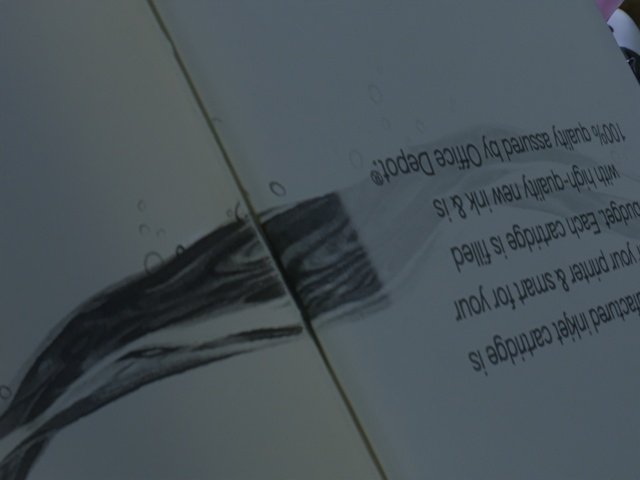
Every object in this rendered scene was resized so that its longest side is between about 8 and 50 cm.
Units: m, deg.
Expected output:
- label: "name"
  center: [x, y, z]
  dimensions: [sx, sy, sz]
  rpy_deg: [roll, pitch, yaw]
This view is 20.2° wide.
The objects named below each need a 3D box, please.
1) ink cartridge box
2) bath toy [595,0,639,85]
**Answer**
- label: "ink cartridge box"
  center: [0.000, 0.000, 0.458]
  dimensions: [0.211, 0.121, 0.289]
  rpy_deg: [-11, -108, -56]
- label: "bath toy"
  center: [0.114, -0.133, 0.987]
  dimensions: [0.151, 0.129, 0.348]
  rpy_deg: [-38, -47, -22]
